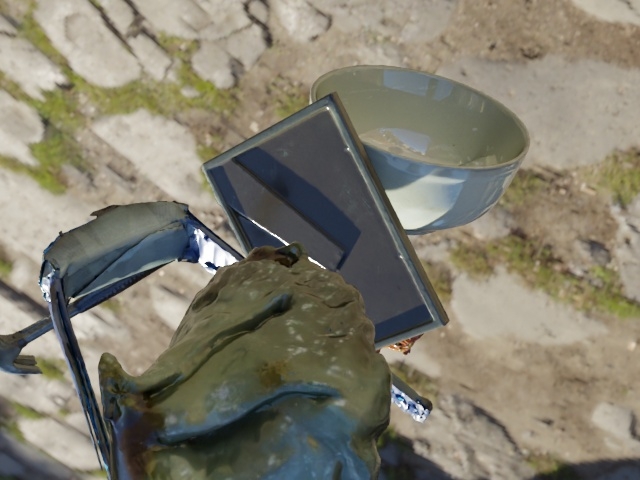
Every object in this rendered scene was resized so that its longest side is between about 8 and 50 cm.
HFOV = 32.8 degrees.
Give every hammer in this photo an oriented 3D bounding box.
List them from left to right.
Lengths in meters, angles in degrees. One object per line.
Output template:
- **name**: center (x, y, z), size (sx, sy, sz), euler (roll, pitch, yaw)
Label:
- **hammer**: center (-0.251, 0.068, 1.195), size (0.029, 0.246, 0.103), euler (50, 162, 35)

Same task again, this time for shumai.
- **shumai**: center (-0.059, 0.089, 0.590), size (0.142, 0.184, 0.184), euler (6, 154, -24)

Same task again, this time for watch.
- **watch**: center (-0.083, 0.075, 0.917), size (0.274, 0.276, 0.068), euler (59, 151, 32)

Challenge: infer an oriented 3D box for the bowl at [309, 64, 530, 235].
- **bowl**: center (0.109, -0.101, 1.352), size (0.277, 0.277, 0.145), euler (21, 124, 15)

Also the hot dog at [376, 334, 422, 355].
- **hot dog**: center (0.061, 0.114, 1.507), size (0.349, 0.158, 0.117), euler (171, 86, -80)

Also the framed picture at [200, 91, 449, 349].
- **framed picture**: center (0.000, 0.000, 1.264), size (0.213, 0.016, 0.289), euler (-25, 94, 34)
